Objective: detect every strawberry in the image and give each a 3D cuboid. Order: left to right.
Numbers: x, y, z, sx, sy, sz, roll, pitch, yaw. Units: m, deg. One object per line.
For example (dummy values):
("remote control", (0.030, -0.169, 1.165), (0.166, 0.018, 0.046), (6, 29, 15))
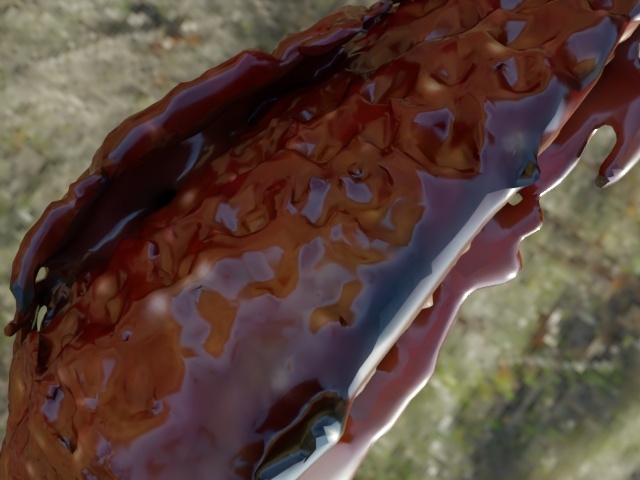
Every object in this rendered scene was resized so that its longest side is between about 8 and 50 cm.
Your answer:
("strawberry", (0.000, 0.000, 0.426), (0.188, 0.082, 0.121), (-49, 168, -19))
